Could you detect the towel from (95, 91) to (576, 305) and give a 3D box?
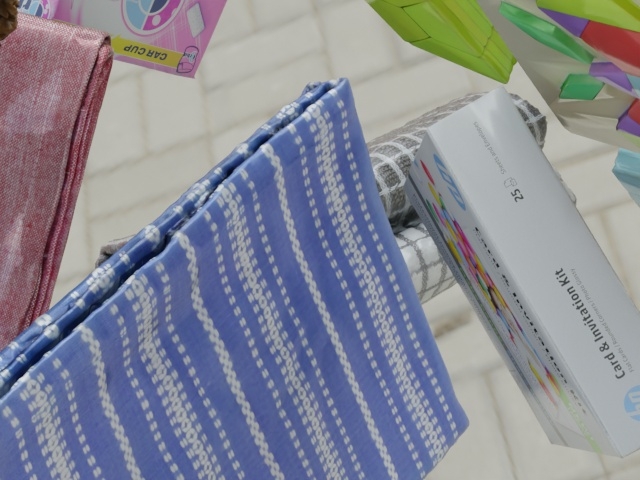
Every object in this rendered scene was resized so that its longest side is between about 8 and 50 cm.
[{"bbox_3d":[0.000,0.000,1.189,0.235,0.121,0.283,-27,4,-38],"label":"towel"}]

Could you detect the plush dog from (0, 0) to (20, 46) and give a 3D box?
[{"bbox_3d":[-0.239,-0.092,0.797,0.210,0.262,0.225,1,75,37],"label":"plush dog"}]

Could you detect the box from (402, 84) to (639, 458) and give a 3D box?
[{"bbox_3d":[0.090,0.019,0.724,0.038,0.186,0.145,-30,86,-4],"label":"box"}]

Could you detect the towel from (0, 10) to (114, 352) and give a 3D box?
[{"bbox_3d":[-0.301,-0.044,0.983,0.329,0.037,0.237,15,95,7],"label":"towel"}]

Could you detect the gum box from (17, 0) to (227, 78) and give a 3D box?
[{"bbox_3d":[-0.147,-0.195,1.304,0.062,0.188,0.107,31,103,32],"label":"gum box"}]

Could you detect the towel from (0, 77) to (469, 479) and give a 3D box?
[{"bbox_3d":[-0.046,0.104,0.823,0.040,0.243,0.336,5,38,40],"label":"towel"}]

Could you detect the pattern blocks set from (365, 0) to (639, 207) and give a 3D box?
[{"bbox_3d":[0.128,-0.059,0.584,0.285,0.325,0.026,16,76,46],"label":"pattern blocks set"}]
